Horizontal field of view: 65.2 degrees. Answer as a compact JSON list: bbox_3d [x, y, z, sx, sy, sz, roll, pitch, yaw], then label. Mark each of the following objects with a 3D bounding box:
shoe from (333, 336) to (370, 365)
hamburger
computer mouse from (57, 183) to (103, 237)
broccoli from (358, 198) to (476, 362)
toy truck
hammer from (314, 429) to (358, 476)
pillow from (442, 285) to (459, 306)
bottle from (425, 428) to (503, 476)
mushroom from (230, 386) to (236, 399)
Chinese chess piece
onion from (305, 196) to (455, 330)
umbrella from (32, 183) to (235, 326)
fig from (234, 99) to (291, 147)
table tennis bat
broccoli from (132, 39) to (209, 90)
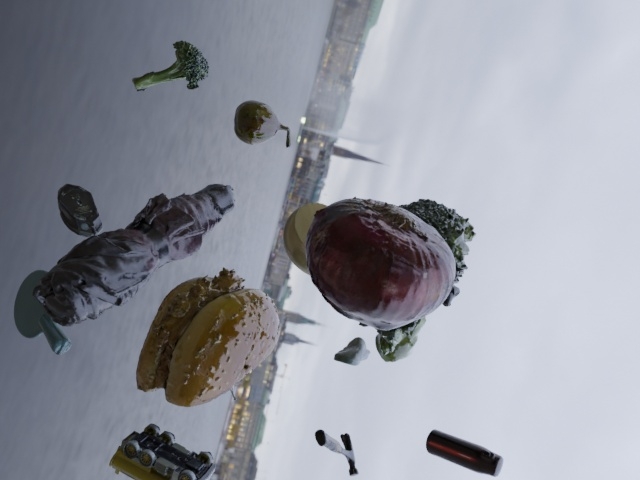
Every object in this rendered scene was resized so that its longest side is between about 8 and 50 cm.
[{"bbox_3d":[0.102,0.332,1.534,0.195,0.079,0.078,18,82,-66],"label":"shoe"},{"bbox_3d":[-0.300,0.234,1.395,0.445,0.268,0.287,-36,129,-44],"label":"hamburger"},{"bbox_3d":[-0.746,-0.088,1.540,0.062,0.192,0.106,-37,169,39],"label":"computer mouse"},{"bbox_3d":[0.210,0.084,1.116,0.353,0.275,0.397,-45,147,-7],"label":"broccoli"},{"bbox_3d":[-0.357,0.509,1.128,0.098,0.227,0.114,-26,136,-73],"label":"toy truck"},{"bbox_3d":[0.031,0.389,0.949,0.201,0.021,0.078,58,16,-51],"label":"hammer"},{"bbox_3d":[0.387,0.147,1.634,0.091,0.135,0.055,-47,168,-10],"label":"pillow"},{"bbox_3d":[0.311,0.459,1.081,0.164,0.060,0.060,4,-104,46],"label":"bottle"},{"bbox_3d":[-0.343,0.422,1.681,0.043,0.306,0.068,-36,-162,-20],"label":"mushroom"},{"bbox_3d":[0.000,0.000,1.576,0.097,0.251,0.251,-48,-157,44],"label":"Chinese chess piece"},{"bbox_3d":[0.090,0.034,0.798,0.190,0.246,0.246,-60,-168,28],"label":"onion"},{"bbox_3d":[-0.212,-0.004,0.643,0.326,0.090,0.094,-50,137,-54],"label":"umbrella"},{"bbox_3d":[-0.188,-0.373,1.616,0.142,0.186,0.148,-84,179,-72],"label":"fig"},{"bbox_3d":[-0.623,0.166,1.121,0.153,0.244,0.040,-57,148,6],"label":"table tennis bat"},{"bbox_3d":[-0.395,-0.443,1.317,0.118,0.204,0.122,-127,-166,-66],"label":"broccoli"}]
